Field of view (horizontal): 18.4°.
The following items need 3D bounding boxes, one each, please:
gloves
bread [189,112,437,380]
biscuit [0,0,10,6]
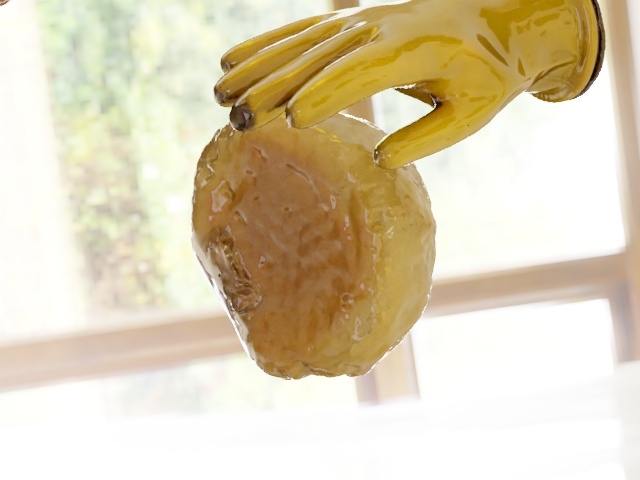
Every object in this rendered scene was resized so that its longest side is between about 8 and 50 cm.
[{"bbox_3d":[0.054,-0.125,1.412,0.133,0.294,0.116,16,-62,55],"label":"gloves"},{"bbox_3d":[0.000,0.000,1.678,0.134,0.244,0.244,-18,104,-55],"label":"bread"},{"bbox_3d":[-0.276,-0.310,1.857,0.110,0.318,0.312,54,-23,-2],"label":"biscuit"}]
